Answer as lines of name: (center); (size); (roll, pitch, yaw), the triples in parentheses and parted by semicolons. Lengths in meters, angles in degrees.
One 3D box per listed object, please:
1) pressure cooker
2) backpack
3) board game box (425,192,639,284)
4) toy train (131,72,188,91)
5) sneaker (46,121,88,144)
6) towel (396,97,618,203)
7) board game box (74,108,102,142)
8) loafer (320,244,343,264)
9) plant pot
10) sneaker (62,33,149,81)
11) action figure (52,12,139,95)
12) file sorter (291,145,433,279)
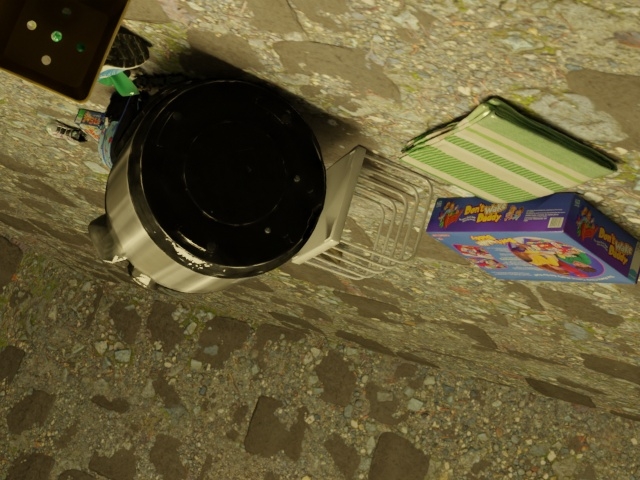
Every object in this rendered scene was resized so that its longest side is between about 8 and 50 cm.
pressure cooker: (-0.219, -0.081, 1.993); (0.369, 0.376, 0.420); (21, 165, -15)
backpack: (-0.383, -0.202, 2.163); (0.116, 0.173, 0.158); (7, 161, 41)
board game box: (0.406, -0.001, 2.030); (0.233, 0.078, 0.347); (31, 162, -34)
toy train: (-0.305, -0.299, 2.011); (0.158, 0.027, 0.036); (5, 170, 43)
sneaker: (-0.596, -0.257, 2.518); (0.069, 0.038, 0.098); (3, 167, 44)
towel: (0.300, -0.138, 1.776); (0.247, 0.038, 0.325); (24, 163, -17)
board game box: (-0.453, -0.230, 2.422); (0.136, 0.035, 0.201); (13, 164, 25)
loafer: (0.000, 0.000, 2.622); (0.148, 0.050, 0.056); (46, 152, -24)
plant pot: (-0.432, -0.346, 1.707); (0.212, 0.212, 0.187); (23, 178, -10)
sneaker: (-0.381, -0.316, 1.864); (0.162, 0.063, 0.073); (-19, -179, -22)
action figure: (-0.422, -0.346, 1.924); (0.137, 0.064, 0.232); (18, 169, 17)
file sorter: (0.081, -0.039, 2.112); (0.173, 0.193, 0.277); (20, 165, -13)
